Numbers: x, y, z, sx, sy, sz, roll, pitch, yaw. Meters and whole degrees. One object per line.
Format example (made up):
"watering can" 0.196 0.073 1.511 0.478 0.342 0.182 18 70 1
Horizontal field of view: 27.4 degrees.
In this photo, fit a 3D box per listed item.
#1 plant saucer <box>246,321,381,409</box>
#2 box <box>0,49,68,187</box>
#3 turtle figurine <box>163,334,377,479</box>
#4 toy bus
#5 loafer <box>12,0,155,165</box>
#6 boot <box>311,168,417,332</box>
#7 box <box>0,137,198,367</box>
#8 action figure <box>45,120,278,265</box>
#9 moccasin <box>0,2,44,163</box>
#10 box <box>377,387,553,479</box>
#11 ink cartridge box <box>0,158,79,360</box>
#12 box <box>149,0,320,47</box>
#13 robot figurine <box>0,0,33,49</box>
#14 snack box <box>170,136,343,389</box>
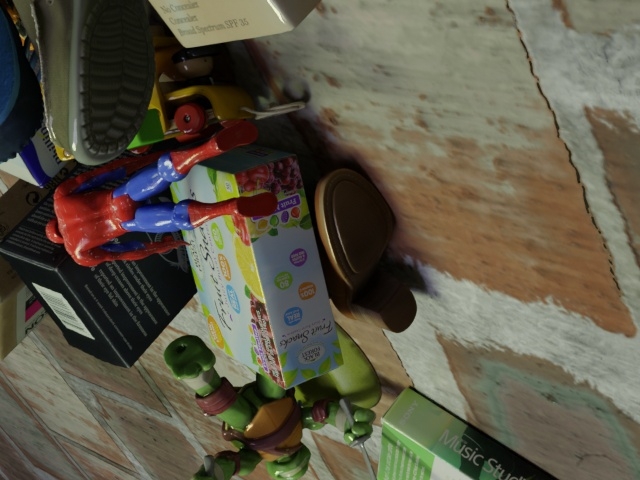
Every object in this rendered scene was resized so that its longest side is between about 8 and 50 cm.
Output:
"plant saucer" -0.038 0.130 1.543 0.241 0.037 0.241 32 154 17
"box" -0.293 -0.139 1.327 0.126 0.137 0.072 23 151 32
"turtle figurine" -0.046 0.212 1.424 0.198 0.274 0.266 -12 128 16
"toy bus" -0.145 -0.136 1.163 0.191 0.202 0.104 -6 99 66
"loafer" -0.192 -0.183 1.036 0.087 0.251 0.094 -3 176 31
"boot" 0.000 0.000 1.240 0.152 0.073 0.197 24 146 44
"box" -0.195 -0.002 1.338 0.108 0.207 0.153 16 145 42
"action figure" -0.129 -0.038 1.150 0.280 0.139 0.091 -13 92 42
"moccasin" -0.308 -0.162 1.139 0.342 0.138 0.117 49 178 44
"box" 0.209 0.314 1.486 0.322 0.058 0.232 30 153 16
"ink cartridge box" -0.309 0.001 1.465 0.088 0.234 0.193 38 156 6
"box" -0.107 -0.286 0.848 0.148 0.121 0.311 2 136 54
"robot figurine" -0.289 -0.277 1.153 0.291 0.085 0.211 52 158 -23
"snack box" -0.065 0.015 1.230 0.174 0.070 0.207 21 126 60
